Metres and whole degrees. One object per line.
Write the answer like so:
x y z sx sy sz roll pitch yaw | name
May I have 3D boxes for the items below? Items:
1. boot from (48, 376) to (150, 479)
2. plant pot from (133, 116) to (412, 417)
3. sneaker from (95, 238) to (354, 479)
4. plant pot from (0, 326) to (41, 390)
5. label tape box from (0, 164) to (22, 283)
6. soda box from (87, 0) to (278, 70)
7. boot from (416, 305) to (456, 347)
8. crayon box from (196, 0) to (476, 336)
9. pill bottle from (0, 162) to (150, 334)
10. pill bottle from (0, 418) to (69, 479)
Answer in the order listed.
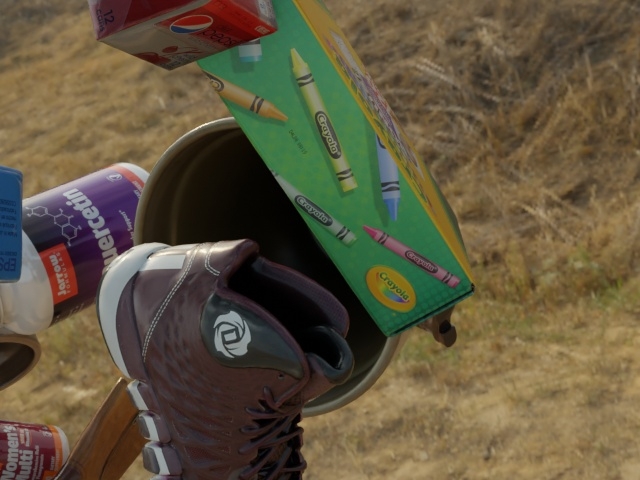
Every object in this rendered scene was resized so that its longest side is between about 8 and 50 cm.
-0.345 0.317 1.306 0.096 0.264 0.280 23 66 31 | boot
0.000 0.000 1.074 0.323 0.323 0.280 -4 13 30 | plant pot
-0.035 0.127 0.613 0.163 0.281 0.106 -13 14 36 | sneaker
-0.628 0.133 1.571 0.263 0.263 0.229 -25 68 -5 | plant pot
-0.446 -0.015 0.742 0.334 0.105 0.240 -1 -3 13 | label tape box
-0.106 -0.245 0.568 0.083 0.263 0.092 -15 -6 19 | soda box
0.125 0.078 1.222 0.037 0.106 0.114 -26 36 -28 | boot
0.011 -0.082 0.721 0.081 0.278 0.165 -30 17 13 | crayon box
-0.372 0.017 1.340 0.181 0.181 0.323 8 28 43 | pill bottle
-0.493 0.321 1.371 0.121 0.221 0.121 -20 63 44 | pill bottle
